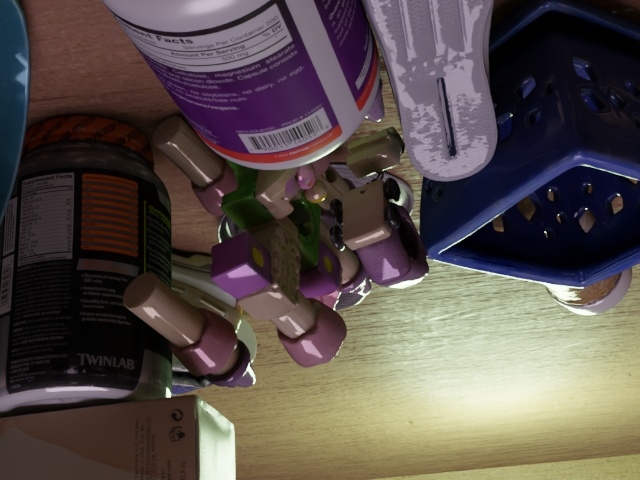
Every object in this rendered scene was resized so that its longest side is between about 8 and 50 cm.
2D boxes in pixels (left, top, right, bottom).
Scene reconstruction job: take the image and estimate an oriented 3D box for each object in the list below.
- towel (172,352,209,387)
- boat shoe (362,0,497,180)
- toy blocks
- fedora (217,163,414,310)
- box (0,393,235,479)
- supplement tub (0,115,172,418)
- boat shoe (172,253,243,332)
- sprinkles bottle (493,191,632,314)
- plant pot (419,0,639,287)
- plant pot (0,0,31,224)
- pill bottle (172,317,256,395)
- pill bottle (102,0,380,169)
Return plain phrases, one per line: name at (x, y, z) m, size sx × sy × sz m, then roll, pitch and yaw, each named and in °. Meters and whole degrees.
towel at (-0.330, 0.135, 1.495) m, size 0.324 × 0.056 × 0.312 m, roll 7°, pitch -173°, yaw -14°
boat shoe at (0.085, -0.206, 0.888) m, size 0.121 × 0.119 × 0.335 m, roll -10°, pitch 132°, yaw -4°
toy blocks at (0.000, 0.000, 1.101) m, size 0.309 × 0.288 × 0.260 m, roll -20°, pitch 135°, yaw 25°
fedora at (-0.006, 0.018, 1.372) m, size 0.244 × 0.124 × 0.275 m, roll 18°, pitch 148°, yaw -41°
box at (-0.253, 0.247, 1.069) m, size 0.311 × 0.121 × 0.148 m, roll -7°, pitch 156°, yaw 8°
supplement tub at (-0.257, 0.037, 1.138) m, size 0.194 × 0.316 × 0.193 m, roll -3°, pitch 155°, yaw -1°
boat shoe at (-0.247, 0.072, 1.471) m, size 0.302 × 0.103 × 0.113 m, roll 7°, pitch 156°, yaw -20°
sprinkles bottle at (0.306, -0.005, 1.377) m, size 0.121 × 0.121 × 0.355 m, roll -17°, pitch 153°, yaw 25°
plant pot at (0.242, -0.100, 1.047) m, size 0.236 × 0.212 × 0.236 m, roll 10°, pitch 152°, yaw -31°
plant pot at (-0.414, -0.107, 0.891) m, size 0.255 × 0.271 × 0.271 m, roll 12°, pitch 155°, yaw 0°
pill bottle at (-0.203, 0.187, 1.724) m, size 0.187 × 0.112 × 0.112 m, roll -19°, pitch 152°, yaw 30°
pill bottle at (-0.068, -0.198, 0.814) m, size 0.182 × 0.181 × 0.323 m, roll -9°, pitch 155°, yaw 11°
